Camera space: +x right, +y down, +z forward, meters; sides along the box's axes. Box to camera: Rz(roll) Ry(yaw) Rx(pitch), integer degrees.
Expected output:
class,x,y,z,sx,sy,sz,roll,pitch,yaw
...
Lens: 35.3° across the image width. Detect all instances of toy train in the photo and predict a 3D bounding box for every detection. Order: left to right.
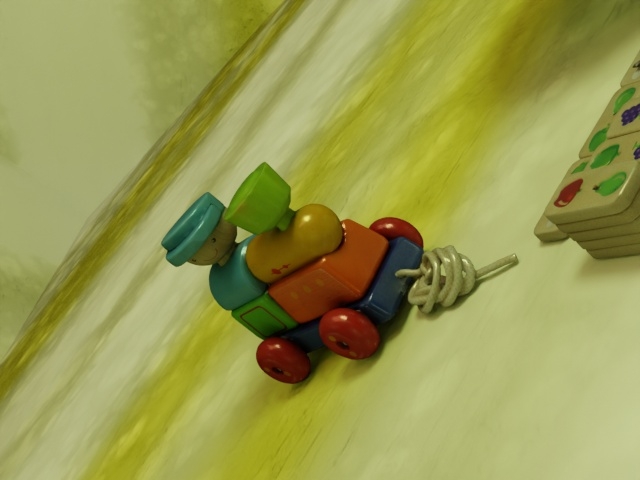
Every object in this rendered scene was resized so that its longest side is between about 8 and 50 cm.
class,x,y,z,sx,sy,sz,roll,pitch,yaw
toy train,0.000,0.000,0.672,0.248,0.143,0.105,-29,27,52

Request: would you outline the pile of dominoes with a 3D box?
class,x,y,z,sx,sy,sz,roll,pitch,yaw
pile of dominoes,0.208,-0.103,0.526,0.251,0.040,0.196,-57,17,-19
